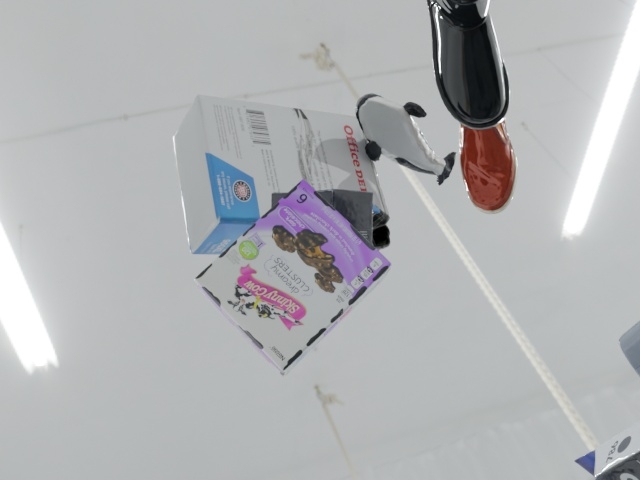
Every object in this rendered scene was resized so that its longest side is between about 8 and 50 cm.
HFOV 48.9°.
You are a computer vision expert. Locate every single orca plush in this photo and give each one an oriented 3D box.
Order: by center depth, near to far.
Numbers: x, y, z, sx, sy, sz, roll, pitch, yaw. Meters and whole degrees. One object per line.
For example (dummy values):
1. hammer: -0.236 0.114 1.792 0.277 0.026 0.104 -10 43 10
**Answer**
1. orca plush: 0.180 -0.241 1.553 0.287 0.102 0.151 18 -65 -25

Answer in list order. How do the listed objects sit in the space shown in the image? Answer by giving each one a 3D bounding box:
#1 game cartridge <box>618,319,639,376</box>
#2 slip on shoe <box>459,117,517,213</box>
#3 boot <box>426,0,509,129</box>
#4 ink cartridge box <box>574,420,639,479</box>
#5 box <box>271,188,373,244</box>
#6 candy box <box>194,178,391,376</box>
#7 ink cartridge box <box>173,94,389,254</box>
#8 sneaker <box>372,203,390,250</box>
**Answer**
1. game cartridge: 0.217 0.074 0.402 0.056 0.083 0.017 -54 -12 33
2. slip on shoe: 0.337 -0.218 1.461 0.123 0.332 0.101 -1 6 30
3. boot: 0.177 -0.268 0.872 0.094 0.247 0.207 -13 -1 11
4. ink cartridge box: 0.400 0.228 0.686 0.065 0.165 0.333 -46 -12 -40
5. box: 0.000 0.000 1.126 0.093 0.156 0.158 0 -88 -40
6. candy box: -0.035 0.049 0.913 0.196 0.165 0.070 -44 -10 -13
7. ink cartridge box: -0.083 -0.124 1.487 0.394 0.286 0.166 2 -26 -31
8. sneaker: 0.089 0.005 1.314 0.067 0.078 0.188 -51 -19 -34
